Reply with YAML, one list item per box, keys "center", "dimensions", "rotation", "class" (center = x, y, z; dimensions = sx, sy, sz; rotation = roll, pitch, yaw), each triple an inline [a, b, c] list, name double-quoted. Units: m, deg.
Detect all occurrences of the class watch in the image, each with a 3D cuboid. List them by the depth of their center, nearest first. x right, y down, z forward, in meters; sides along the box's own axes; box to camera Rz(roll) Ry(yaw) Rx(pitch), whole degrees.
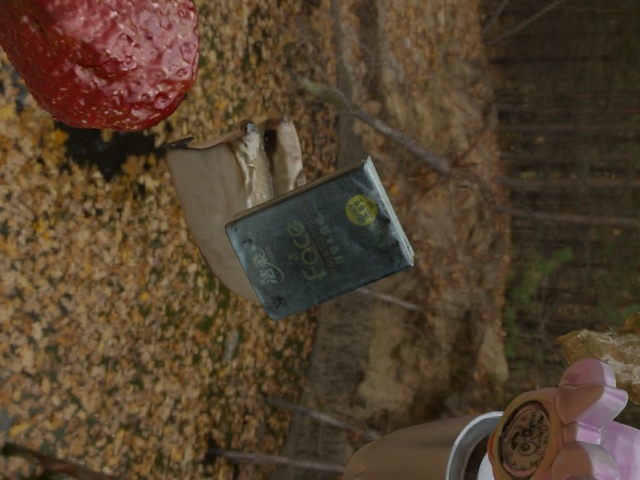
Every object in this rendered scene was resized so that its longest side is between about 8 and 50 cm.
- center: [0.374, 0.294, 1.123]
  dimensions: [0.248, 0.217, 0.211]
  rotation: [-32, -143, 58]
  class: "watch"

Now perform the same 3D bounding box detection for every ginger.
- center: [0.596, 0.195, 1.321]
  dimensions: [0.363, 0.348, 0.122]
  rotation: [53, -15, 22]
  class: "ginger"

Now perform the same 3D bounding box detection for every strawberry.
- center: [-0.292, -0.267, 1.047]
  dimensions: [0.277, 0.257, 0.258]
  rotation: [3, 89, -66]
  class: "strawberry"

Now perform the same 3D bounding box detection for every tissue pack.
- center: [0.000, 0.000, 1.325]
  dimensions: [0.185, 0.257, 0.081]
  rotation: [64, 16, -11]
  class: "tissue pack"

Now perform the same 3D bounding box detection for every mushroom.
- center: [-0.146, -0.070, 1.871]
  dimensions: [0.313, 0.224, 0.398]
  rotation: [-33, 107, -65]
  class: "mushroom"

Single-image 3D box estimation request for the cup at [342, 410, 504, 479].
- center: [0.216, 0.442, 1.433]
  dimensions: [0.253, 0.371, 0.253]
  rotation: [11, 69, -29]
  class: "cup"
